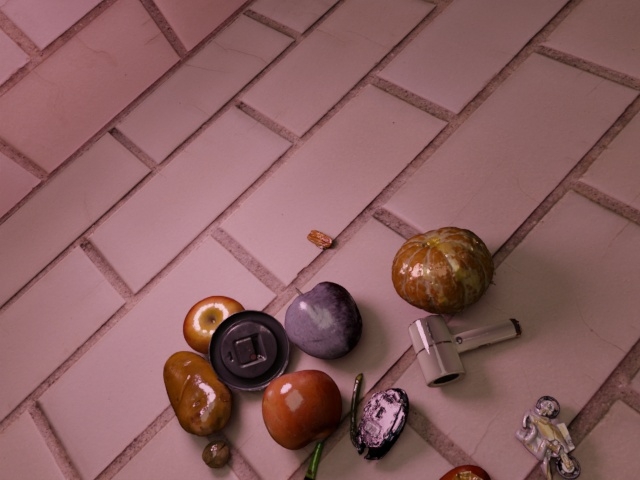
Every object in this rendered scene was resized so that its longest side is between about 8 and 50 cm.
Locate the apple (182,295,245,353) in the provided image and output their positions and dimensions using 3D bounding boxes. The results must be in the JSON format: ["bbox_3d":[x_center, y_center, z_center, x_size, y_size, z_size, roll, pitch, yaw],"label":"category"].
[{"bbox_3d":[-0.377,0.311,1.886,0.235,0.173,0.210,0,66,6],"label":"apple"}]

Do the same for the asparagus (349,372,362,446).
[{"bbox_3d":[0.113,0.542,1.671,0.034,0.027,0.236,-7,59,27],"label":"asparagus"}]

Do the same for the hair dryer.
[{"bbox_3d":[0.477,0.316,1.632,0.362,0.128,0.203,-16,57,1],"label":"hair dryer"}]

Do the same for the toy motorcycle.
[{"bbox_3d":[0.631,0.560,1.458,0.151,0.074,0.228,-15,60,13],"label":"toy motorcycle"}]

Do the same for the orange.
[{"bbox_3d":[0.391,0.099,1.671,0.329,0.249,0.329,-22,15,6],"label":"orange"}]

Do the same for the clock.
[{"bbox_3d":[-0.244,0.375,1.778,0.281,0.055,0.280,0,89,-11],"label":"clock"}]

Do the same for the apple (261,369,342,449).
[{"bbox_3d":[-0.056,0.530,1.622,0.254,0.253,0.253,-8,60,14],"label":"apple"}]

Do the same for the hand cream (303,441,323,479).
[{"bbox_3d":[-0.019,0.700,1.630,0.036,0.023,0.122,10,69,23],"label":"hand cream"}]

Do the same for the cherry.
[{"bbox_3d":[0.006,0.267,1.749,0.255,0.218,0.296,-35,61,-11],"label":"cherry"}]

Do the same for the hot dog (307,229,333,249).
[{"bbox_3d":[0.000,0.000,2.012,0.133,0.041,0.056,26,73,37],"label":"hot dog"}]

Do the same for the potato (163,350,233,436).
[{"bbox_3d":[-0.434,0.525,1.803,0.176,0.195,0.369,-8,36,-39],"label":"potato"}]

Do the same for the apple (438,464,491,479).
[{"bbox_3d":[0.395,0.704,1.418,0.158,0.147,0.156,-16,90,21],"label":"apple"}]

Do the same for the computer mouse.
[{"bbox_3d":[0.198,0.566,1.595,0.241,0.077,0.146,-54,40,-9],"label":"computer mouse"}]

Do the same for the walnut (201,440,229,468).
[{"bbox_3d":[-0.345,0.706,1.706,0.092,0.092,0.092,-8,60,14],"label":"walnut"}]
